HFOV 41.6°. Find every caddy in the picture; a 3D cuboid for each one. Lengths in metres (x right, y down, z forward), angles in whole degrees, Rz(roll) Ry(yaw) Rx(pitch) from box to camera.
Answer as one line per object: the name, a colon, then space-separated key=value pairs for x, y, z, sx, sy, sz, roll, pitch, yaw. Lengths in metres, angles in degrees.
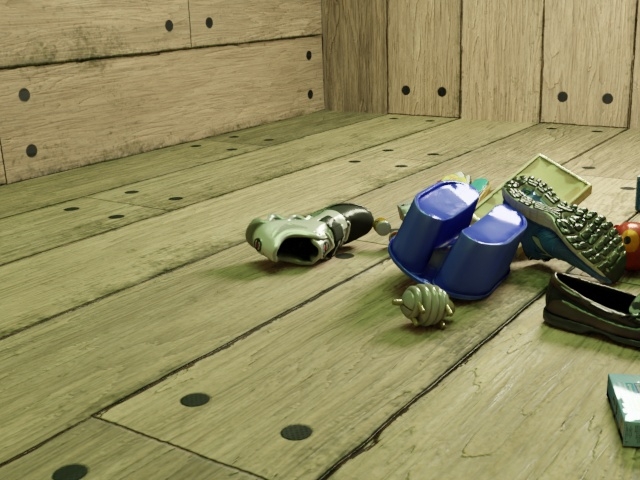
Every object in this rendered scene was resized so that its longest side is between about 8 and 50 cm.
caddy: x=0.293 y=0.009 z=1.815 sx=0.241 sy=0.179 sz=0.341 roll=30 pitch=28 yaw=20

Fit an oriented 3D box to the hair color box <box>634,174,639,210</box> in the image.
hair color box: x=1.059 y=-0.127 z=2.295 sx=0.347 sy=0.105 sz=0.174 roll=9 pitch=20 yaw=33

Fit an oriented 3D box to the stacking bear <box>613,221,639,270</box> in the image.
stacking bear: x=0.764 y=0.009 z=1.798 sx=0.289 sy=0.175 sz=0.164 roll=-2 pitch=-8 yaw=33

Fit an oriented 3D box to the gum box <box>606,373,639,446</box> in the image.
gum box: x=0.520 y=0.246 z=1.214 sx=0.184 sy=0.041 sz=0.157 roll=2 pitch=17 yaw=10

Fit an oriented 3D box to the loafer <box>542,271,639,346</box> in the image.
loafer: x=0.548 y=0.127 z=1.515 sx=0.303 sy=0.095 sz=0.109 roll=10 pitch=20 yaw=34

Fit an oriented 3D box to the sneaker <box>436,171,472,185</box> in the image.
sneaker: x=0.403 y=-0.155 z=2.535 sx=0.094 sy=0.081 sz=0.208 roll=-10 pitch=10 yaw=-2

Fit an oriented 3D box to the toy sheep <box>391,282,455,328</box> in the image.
toy sheep: x=0.197 y=0.123 z=1.593 sx=0.132 sy=0.091 sz=0.091 roll=11 pitch=10 yaw=-24

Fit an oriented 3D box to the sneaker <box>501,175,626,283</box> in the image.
sneaker: x=0.537 y=-0.008 z=1.880 sx=0.130 sy=0.147 sz=0.330 roll=-27 pitch=51 yaw=-24

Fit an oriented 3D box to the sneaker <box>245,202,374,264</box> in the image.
sneaker: x=0.000 y=0.000 z=2.012 sx=0.331 sy=0.122 sz=0.146 roll=-12 pitch=34 yaw=-25

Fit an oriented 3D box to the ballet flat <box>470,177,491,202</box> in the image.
ballet flat: x=0.405 y=-0.093 z=2.310 sx=0.080 sy=0.073 sz=0.232 roll=15 pitch=37 yaw=37

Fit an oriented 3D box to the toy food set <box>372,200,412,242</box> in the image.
toy food set: x=0.253 y=-0.036 z=2.054 sx=0.232 sy=0.111 sz=0.104 roll=-17 pitch=19 yaw=-7

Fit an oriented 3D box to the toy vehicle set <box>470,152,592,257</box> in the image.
toy vehicle set: x=0.507 y=-0.089 z=2.049 sx=0.267 sy=0.035 sz=0.166 roll=-38 pitch=54 yaw=-16

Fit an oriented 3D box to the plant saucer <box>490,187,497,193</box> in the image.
plant saucer: x=0.590 y=-0.113 z=2.420 sx=0.278 sy=0.041 sz=0.278 roll=-2 pitch=16 yaw=1
